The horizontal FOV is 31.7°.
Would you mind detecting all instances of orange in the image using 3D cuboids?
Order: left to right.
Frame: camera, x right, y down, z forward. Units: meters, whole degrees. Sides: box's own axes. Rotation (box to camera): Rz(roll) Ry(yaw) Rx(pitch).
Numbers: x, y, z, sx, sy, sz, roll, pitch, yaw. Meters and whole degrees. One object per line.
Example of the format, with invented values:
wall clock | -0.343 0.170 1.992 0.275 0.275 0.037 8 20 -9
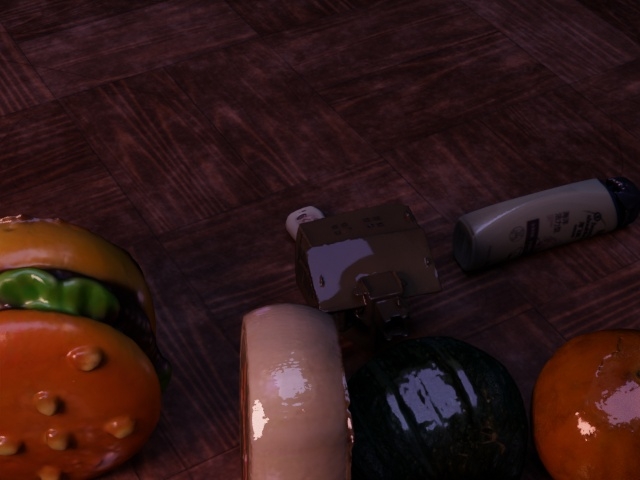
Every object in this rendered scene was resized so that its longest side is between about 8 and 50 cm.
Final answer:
orange | 0.455 0.265 1.679 0.284 0.226 0.283 -2 48 3

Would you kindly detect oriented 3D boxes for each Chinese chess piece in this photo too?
Chinese chess piece | -0.042 0.257 1.587 0.141 0.338 0.338 -1 43 -8

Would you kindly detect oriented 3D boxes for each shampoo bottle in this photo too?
shampoo bottle | 0.000 0.000 2.077 0.077 0.045 0.152 -21 48 -23
shampoo bottle | 0.421 -0.042 2.069 0.360 0.134 0.078 -14 48 -16

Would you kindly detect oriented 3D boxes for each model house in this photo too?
model house | 0.084 0.093 1.855 0.211 0.204 0.243 -11 35 -14

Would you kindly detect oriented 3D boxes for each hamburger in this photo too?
hamburger | -0.416 0.194 1.635 0.396 0.395 0.277 -5 45 -7

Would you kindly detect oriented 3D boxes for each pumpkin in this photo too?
pumpkin | 0.166 0.266 1.689 0.293 0.197 0.263 -14 48 -13
